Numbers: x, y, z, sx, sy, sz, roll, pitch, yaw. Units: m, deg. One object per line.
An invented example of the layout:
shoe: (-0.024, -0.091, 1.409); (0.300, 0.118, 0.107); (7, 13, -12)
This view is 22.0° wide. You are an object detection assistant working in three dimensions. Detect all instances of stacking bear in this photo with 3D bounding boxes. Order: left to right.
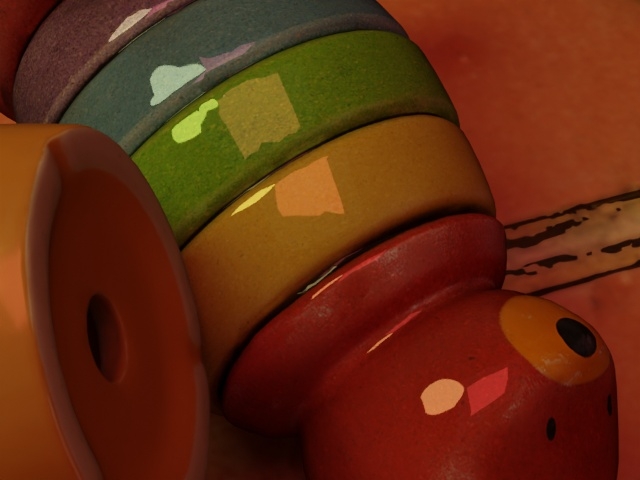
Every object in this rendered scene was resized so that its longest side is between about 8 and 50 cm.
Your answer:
stacking bear: (0.000, 0.000, 0.595); (0.175, 0.164, 0.289); (-3, 53, -54)

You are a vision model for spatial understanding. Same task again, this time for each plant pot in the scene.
plant pot: (-0.142, 0.048, 0.501); (0.187, 0.205, 0.205); (-12, 53, 15)
